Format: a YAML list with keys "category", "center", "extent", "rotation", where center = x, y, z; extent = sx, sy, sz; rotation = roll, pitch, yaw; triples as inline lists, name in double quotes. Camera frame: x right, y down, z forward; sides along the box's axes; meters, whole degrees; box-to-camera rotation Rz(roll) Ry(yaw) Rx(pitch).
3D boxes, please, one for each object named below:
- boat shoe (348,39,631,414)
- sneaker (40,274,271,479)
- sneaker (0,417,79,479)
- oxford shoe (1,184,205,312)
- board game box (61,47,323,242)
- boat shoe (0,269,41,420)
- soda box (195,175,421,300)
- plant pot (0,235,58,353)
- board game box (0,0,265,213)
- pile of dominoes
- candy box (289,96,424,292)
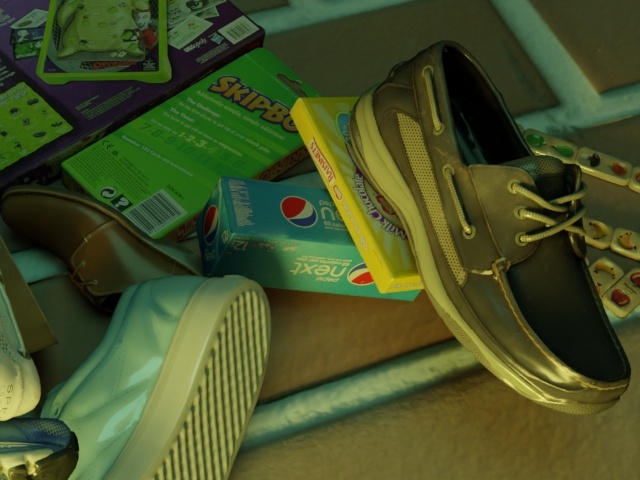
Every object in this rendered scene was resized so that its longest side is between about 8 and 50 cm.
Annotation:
- category: "boat shoe"
  center: [0.149, -0.020, 1.236]
  extent: [0.132, 0.130, 0.355]
  rotation: [-12, 60, -43]
- category: "sneaker"
  center: [-0.165, 0.185, 1.170]
  extent: [0.150, 0.135, 0.366]
  rotation: [3, 50, 30]
- category: "sneaker"
  center: [-0.330, 0.122, 1.012]
  extent: [0.329, 0.130, 0.147]
  rotation: [5, 55, -8]
- category: "oxford shoe"
  center: [-0.197, 0.016, 1.306]
  extent: [0.212, 0.076, 0.076]
  rotation: [25, 57, 8]
- category: "board game box"
  center: [-0.109, -0.090, 1.426]
  extent: [0.259, 0.039, 0.124]
  rotation: [-36, 67, -28]
- category: "boat shoe"
  center: [-0.269, 0.009, 1.020]
  extent: [0.096, 0.098, 0.277]
  rotation: [8, 50, -51]
- category: "soda box"
  center: [0.000, 0.000, 1.320]
  extent: [0.210, 0.071, 0.067]
  rotation: [7, 49, -25]
- category: "plant pot"
  center: [-0.388, 0.035, 1.170]
  extent: [0.274, 0.256, 0.256]
  rotation: [-29, 62, -11]
- category: "board game box"
  center: [-0.249, -0.179, 1.464]
  extent: [0.346, 0.056, 0.208]
  rotation: [-34, 69, -30]
- category: "pile of dominoes"
  center: [0.227, -0.037, 1.443]
  extent: [0.251, 0.040, 0.196]
  rotation: [19, 52, 5]
- category: "candy box"
  center: [0.057, -0.045, 1.318]
  extent: [0.105, 0.027, 0.206]
  rotation: [-6, 56, -34]
